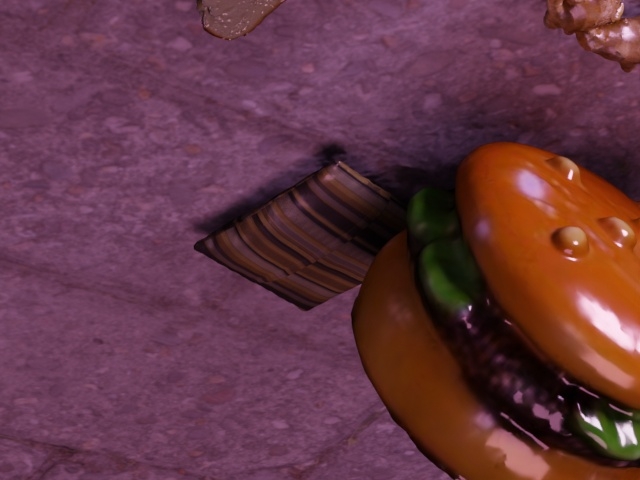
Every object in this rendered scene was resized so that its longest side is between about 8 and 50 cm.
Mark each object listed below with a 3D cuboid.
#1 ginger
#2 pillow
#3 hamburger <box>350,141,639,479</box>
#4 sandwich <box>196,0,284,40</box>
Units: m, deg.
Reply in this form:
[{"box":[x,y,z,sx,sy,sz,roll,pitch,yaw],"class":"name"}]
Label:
[{"box":[0.299,-0.220,1.810,0.176,0.052,0.193,-2,136,-10],"class":"ginger"},{"box":[0.000,0.000,2.046,0.212,0.052,0.208,-29,144,27],"class":"pillow"},{"box":[0.242,0.072,1.933,0.396,0.395,0.277,21,122,-35],"class":"hamburger"},{"box":[-0.084,-0.233,1.717,0.093,0.035,0.105,17,139,-33],"class":"sandwich"}]
